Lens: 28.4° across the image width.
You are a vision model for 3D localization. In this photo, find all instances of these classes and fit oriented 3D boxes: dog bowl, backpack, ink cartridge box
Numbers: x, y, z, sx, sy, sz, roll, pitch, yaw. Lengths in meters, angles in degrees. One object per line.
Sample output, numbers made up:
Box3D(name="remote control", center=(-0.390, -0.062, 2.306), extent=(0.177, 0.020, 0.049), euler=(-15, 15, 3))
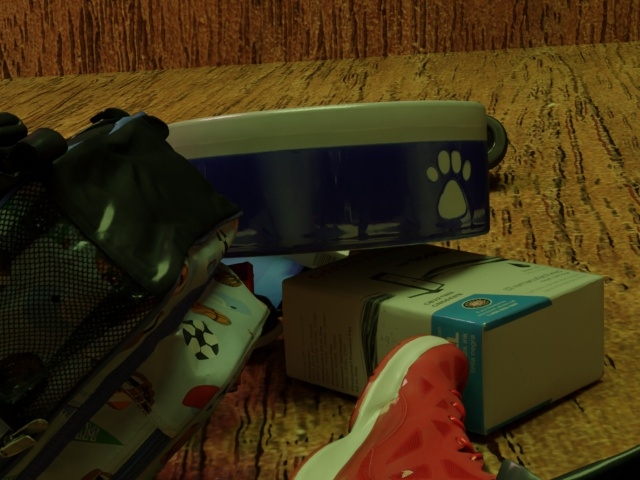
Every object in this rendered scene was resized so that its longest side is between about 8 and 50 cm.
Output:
Box3D(name="dog bowl", center=(0.002, -0.047, 1.010), extent=(0.265, 0.104, 0.265), euler=(-4, 2, 0))
Box3D(name="backpack", center=(-0.169, 0.063, 0.754), extent=(0.263, 0.213, 0.276), euler=(-38, 0, 10))
Box3D(name="ink cartridge box", center=(0.000, 0.000, 1.289), extent=(0.063, 0.029, 0.115), euler=(21, 17, 0))
Box3D(name="ink cartridge box", center=(0.090, 0.066, 0.958), extent=(0.203, 0.086, 0.148), euler=(11, 21, 44))

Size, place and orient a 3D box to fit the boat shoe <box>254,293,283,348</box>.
Box3D(name="boat shoe", center=(-0.151, 0.048, 1.097), extent=(0.254, 0.079, 0.095), euler=(6, 16, 30))

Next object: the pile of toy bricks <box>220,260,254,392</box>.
Box3D(name="pile of toy bricks", center=(-0.135, 0.084, 0.967), extent=(0.212, 0.118, 0.105), euler=(-10, -22, 19))

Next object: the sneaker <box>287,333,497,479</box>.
Box3D(name="sneaker", center=(0.076, 0.138, 0.749), extent=(0.128, 0.087, 0.221), euler=(13, 33, 24))

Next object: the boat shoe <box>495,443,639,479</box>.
Box3D(name="boat shoe", center=(0.111, 0.152, 0.589), extent=(0.340, 0.113, 0.127), euler=(-11, 17, -23))

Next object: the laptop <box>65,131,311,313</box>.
Box3D(name="laptop", center=(-0.142, -0.027, 1.255), extent=(0.136, 0.264, 0.234), euler=(-38, 6, 17))

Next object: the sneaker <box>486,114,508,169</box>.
Box3D(name="sneaker", center=(0.101, -0.100, 1.592), extent=(0.267, 0.101, 0.106), euler=(-3, -7, 7))
